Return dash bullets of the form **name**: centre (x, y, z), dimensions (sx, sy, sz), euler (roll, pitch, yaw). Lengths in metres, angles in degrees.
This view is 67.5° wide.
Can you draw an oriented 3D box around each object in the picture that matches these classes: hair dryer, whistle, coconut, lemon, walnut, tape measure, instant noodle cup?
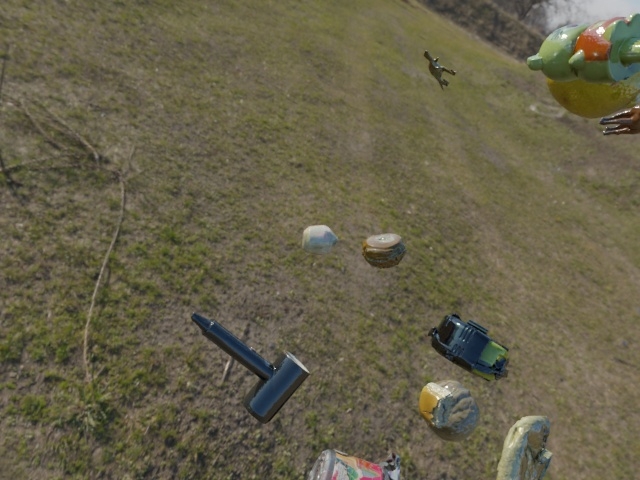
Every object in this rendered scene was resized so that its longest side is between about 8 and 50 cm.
- **hair dryer**: centre (-0.149, 0.223, 0.878), dimensions (0.255, 0.128, 0.070), euler (42, -7, -21)
- **whistle**: centre (0.509, -0.340, 0.859), dimensions (0.131, 0.106, 0.288), euler (-25, 25, -19)
- **coconut**: centre (0.000, 0.000, 1.633), dimensions (0.124, 0.110, 0.110), euler (3, 34, -4)
- **lemon**: centre (0.733, -0.443, 1.266), dimensions (0.253, 0.228, 0.228), euler (48, 33, 17)
- **walnut**: centre (0.543, 0.720, 2.025), dimensions (0.248, 0.248, 0.248), euler (23, 31, -15)
- **tape measure**: centre (0.357, 0.252, 1.135), dimensions (0.199, 0.112, 0.186), euler (28, 0, 26)
- **instant noodle cup**: centre (0.058, 0.642, 1.192), dimensions (0.181, 0.258, 0.303), euler (26, 68, -2)

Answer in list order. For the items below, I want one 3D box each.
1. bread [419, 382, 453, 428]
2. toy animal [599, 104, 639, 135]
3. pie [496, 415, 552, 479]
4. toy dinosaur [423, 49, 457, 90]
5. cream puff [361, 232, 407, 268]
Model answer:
- **bread**: centre (0.386, 0.560, 1.622), dimensions (0.082, 0.125, 0.106), euler (-2, 11, -39)
- **toy animal**: centre (1.017, -0.410, 1.521), dimensions (0.224, 0.229, 0.067), euler (26, 65, -46)
- **pie**: centre (0.647, 0.722, 1.528), dimensions (0.337, 0.338, 0.075), euler (3, 8, -40)
- **toy dinosaur**: centre (0.377, -0.556, 1.577), dimensions (0.126, 0.039, 0.162), euler (36, -3, 0)
- **cream puff**: centre (0.232, 0.043, 1.757), dimensions (0.165, 0.115, 0.150), euler (10, 29, 28)
